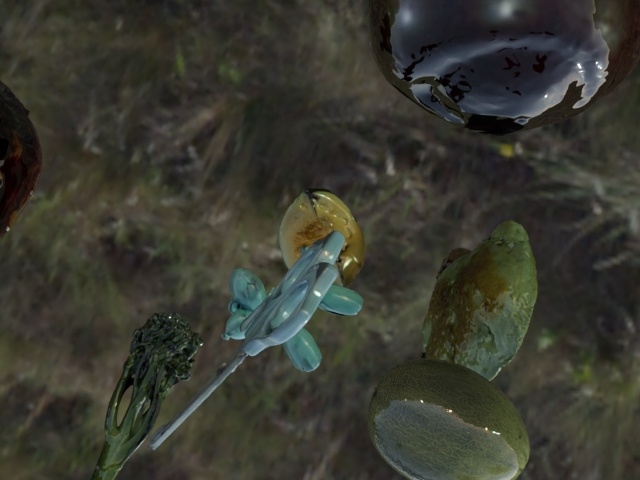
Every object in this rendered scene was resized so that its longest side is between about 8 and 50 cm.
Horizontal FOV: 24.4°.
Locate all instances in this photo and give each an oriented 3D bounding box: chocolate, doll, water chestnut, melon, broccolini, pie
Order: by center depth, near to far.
[{"bbox_3d":[0.098,0.146,1.144,0.131,0.098,0.098,29,145,15],"label":"melon"},{"bbox_3d":[-0.187,0.171,1.549,0.091,0.202,0.068,22,176,28],"label":"broccolini"},{"bbox_3d":[0.190,-0.292,1.612,0.384,0.331,0.383,13,171,2],"label":"chocolate"},{"bbox_3d":[-0.046,0.086,1.845,0.158,0.159,0.059,45,170,-9],"label":"doll"},{"bbox_3d":[-0.540,-0.119,2.014,0.335,0.335,0.347,26,149,-9],"label":"water chestnut"},{"bbox_3d":[0.229,0.107,2.127,0.105,0.257,0.274,22,158,-15],"label":"pie"},{"bbox_3d":[0.000,0.000,2.293,0.128,0.079,0.160,-23,88,39],"label":"melon"}]

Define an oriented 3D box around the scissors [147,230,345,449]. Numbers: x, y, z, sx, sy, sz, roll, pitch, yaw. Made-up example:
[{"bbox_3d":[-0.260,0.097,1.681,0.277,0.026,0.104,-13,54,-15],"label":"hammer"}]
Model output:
[{"bbox_3d":[-0.096,0.130,1.733,0.029,0.191,0.360,40,112,-13],"label":"scissors"}]
